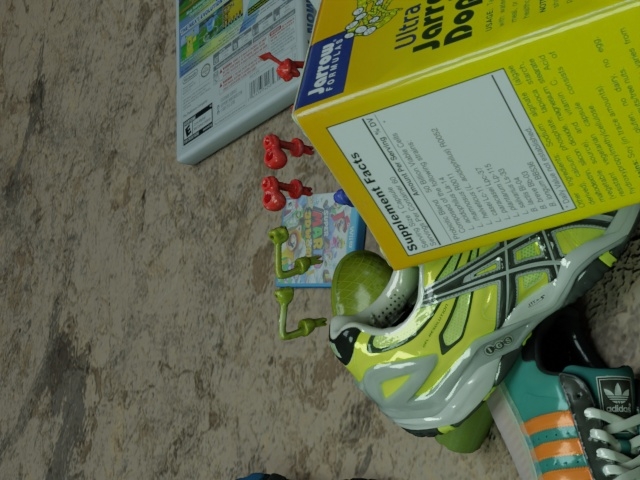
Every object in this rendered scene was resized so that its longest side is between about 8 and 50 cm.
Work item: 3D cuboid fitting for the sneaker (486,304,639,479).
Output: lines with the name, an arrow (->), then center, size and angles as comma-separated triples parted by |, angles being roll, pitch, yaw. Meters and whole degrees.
sneaker -> 0.245, 0.181, 1.218 | 0.121, 0.108, 0.302 | -62, 37, 30

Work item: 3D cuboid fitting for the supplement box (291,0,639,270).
supplement box -> 0.185, -0.146, 1.156 | 0.356, 0.194, 0.195 | -16, 38, 24

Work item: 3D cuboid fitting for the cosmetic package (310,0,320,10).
cosmetic package -> 0.028, -0.384, 1.256 | 0.156, 0.385, 0.217 | 4, 54, 37

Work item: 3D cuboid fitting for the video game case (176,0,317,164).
video game case -> -0.110, -0.297, 1.919 | 0.329, 0.036, 0.300 | -26, 61, 50

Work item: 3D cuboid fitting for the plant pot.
plant pot -> 0.149, 0.173, 1.393 | 0.083, 0.083, 0.079 | 47, 130, 50

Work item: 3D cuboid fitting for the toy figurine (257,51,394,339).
toy figurine -> 0.075, -0.069, 1.472 | 0.217, 0.191, 0.363 | -20, 66, 46

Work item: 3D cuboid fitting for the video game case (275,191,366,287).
video game case -> 0.000, 0.000, 1.698 | 0.166, 0.015, 0.119 | -3, 79, 54

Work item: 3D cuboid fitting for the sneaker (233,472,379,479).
sneaker -> 0.006, 0.350, 1.537 | 0.340, 0.125, 0.140 | -2, 107, 52

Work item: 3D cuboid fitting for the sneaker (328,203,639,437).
sneaker -> 0.165, 0.005, 1.273 | 0.385, 0.147, 0.145 | -53, 22, 0
